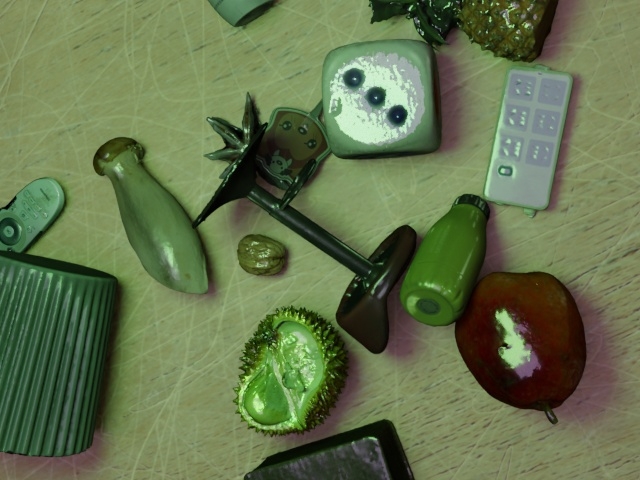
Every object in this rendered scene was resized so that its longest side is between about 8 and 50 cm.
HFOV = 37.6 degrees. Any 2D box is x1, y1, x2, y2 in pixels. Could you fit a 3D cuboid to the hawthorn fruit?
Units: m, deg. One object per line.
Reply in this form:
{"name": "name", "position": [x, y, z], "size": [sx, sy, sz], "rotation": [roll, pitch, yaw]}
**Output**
{"name": "hawthorn fruit", "position": [0.347, 0.182, 1.575], "size": [0.224, 0.224, 0.261], "rotation": [-24, 48, 12]}

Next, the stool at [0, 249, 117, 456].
{"name": "stool", "position": [-0.539, 0.202, 1.764], "size": [0.297, 0.297, 0.330], "rotation": [13, 89, 12]}

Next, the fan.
{"name": "fan", "position": [-0.029, -0.209, 1.738], "size": [0.132, 0.009, 0.220], "rotation": [37, 82, -9]}

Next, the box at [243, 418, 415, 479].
{"name": "box", "position": [0.024, 0.459, 1.710], "size": [0.273, 0.143, 0.184], "rotation": [-20, 87, 14]}

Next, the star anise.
{"name": "star anise", "position": [-0.125, -0.178, 1.765], "size": [0.205, 0.061, 0.180], "rotation": [23, 91, 9]}

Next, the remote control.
{"name": "remote control", "position": [-0.605, -0.029, 1.887], "size": [0.256, 0.045, 0.097], "rotation": [-40, 82, 14]}

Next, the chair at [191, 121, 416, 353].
{"name": "chair", "position": [0.000, 0.000, 1.637], "size": [0.401, 0.226, 0.226], "rotation": [36, 99, -7]}

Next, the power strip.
{"name": "power strip", "position": [0.366, -0.179, 1.664], "size": [0.118, 0.046, 0.270], "rotation": [11, 95, 12]}

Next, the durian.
{"name": "durian", "position": [-0.050, 0.232, 1.703], "size": [0.200, 0.176, 0.237], "rotation": [20, 101, 2]}

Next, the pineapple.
{"name": "pineapple", "position": [0.225, -0.413, 1.649], "size": [0.365, 0.165, 0.165], "rotation": [17, 95, 20]}

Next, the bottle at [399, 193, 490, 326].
{"name": "bottle", "position": [0.225, 0.024, 1.608], "size": [0.112, 0.260, 0.112], "rotation": [17, 138, 16]}

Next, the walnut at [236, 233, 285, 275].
{"name": "walnut", "position": [-0.114, 0.027, 1.760], "size": [0.096, 0.082, 0.079], "rotation": [11, 124, 19]}

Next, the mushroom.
{"name": "mushroom", "position": [-0.316, -0.039, 1.781], "size": [0.128, 0.128, 0.350], "rotation": [-33, 82, 12]}

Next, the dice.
{"name": "dice", "position": [0.111, -0.242, 1.644], "size": [0.192, 0.194, 0.193], "rotation": [-2, 93, 14]}

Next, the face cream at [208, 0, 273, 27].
{"name": "face cream", "position": [-0.150, -0.461, 1.735], "size": [0.117, 0.117, 0.104], "rotation": [-33, 93, 12]}
